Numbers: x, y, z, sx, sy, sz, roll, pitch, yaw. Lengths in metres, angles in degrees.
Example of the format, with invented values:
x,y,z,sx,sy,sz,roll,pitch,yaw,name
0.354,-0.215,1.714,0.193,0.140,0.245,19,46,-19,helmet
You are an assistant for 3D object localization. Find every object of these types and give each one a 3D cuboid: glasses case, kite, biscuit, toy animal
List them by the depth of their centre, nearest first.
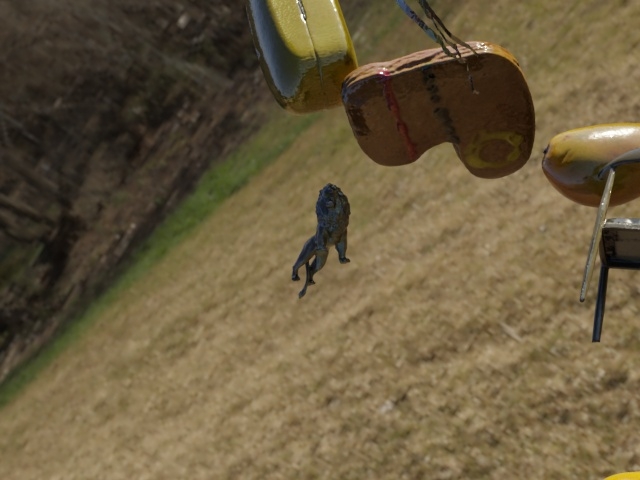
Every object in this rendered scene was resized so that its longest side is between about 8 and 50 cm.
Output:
x,y,z,sx,sy,sz,roll,pitch,yaw,name
0.065,-0.284,1.197,0.015,0.169,0.310,-38,68,1,kite
0.182,-0.172,1.738,0.277,0.262,0.052,-10,46,5,biscuit
0.004,0.014,1.762,0.220,0.069,0.086,-66,33,35,toy animal
-0.043,-0.349,1.858,0.141,0.173,0.371,-14,55,-2,glasses case

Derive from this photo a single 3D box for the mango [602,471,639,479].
x,y,z,sx,sy,sz,roll,pitch,yaw,name
0.358,0.327,1.139,0.120,0.295,0.177,-11,53,55,mango

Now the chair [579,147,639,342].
x,y,z,sx,sy,sz,roll,pitch,yaw,name
0.504,0.012,1.769,0.188,0.166,0.272,4,63,22,chair

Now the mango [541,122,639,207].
x,y,z,sx,sy,sz,roll,pitch,yaw,name
0.492,-0.125,1.922,0.113,0.253,0.138,96,168,-75,mango
